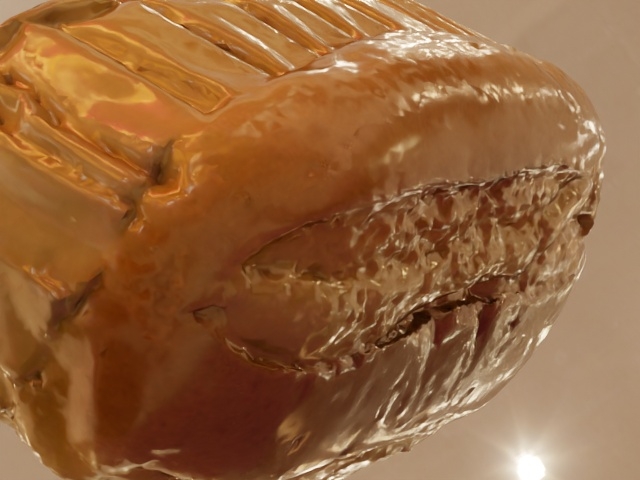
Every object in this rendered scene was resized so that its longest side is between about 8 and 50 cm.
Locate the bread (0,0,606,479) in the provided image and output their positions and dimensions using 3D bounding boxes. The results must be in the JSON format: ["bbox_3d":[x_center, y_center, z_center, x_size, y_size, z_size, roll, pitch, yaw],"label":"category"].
[{"bbox_3d":[0.000,0.000,0.410,0.236,0.106,0.140,-12,-52,-54],"label":"bread"}]
